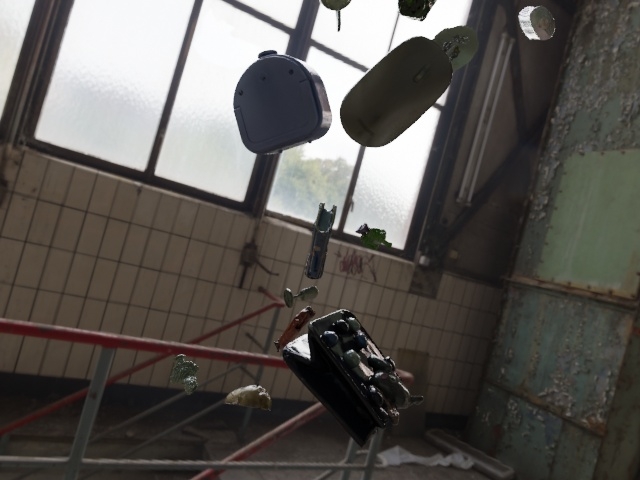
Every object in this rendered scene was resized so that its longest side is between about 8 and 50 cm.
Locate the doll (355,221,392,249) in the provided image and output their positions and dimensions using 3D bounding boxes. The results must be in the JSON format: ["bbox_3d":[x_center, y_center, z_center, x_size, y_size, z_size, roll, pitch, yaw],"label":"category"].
[{"bbox_3d":[0.163,-0.008,1.440,0.115,0.050,0.190,37,-12,-4],"label":"doll"}]

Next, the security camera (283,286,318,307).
[{"bbox_3d":[-0.052,0.154,1.317,0.092,0.058,0.058,-10,12,-28],"label":"security camera"}]

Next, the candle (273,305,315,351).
[{"bbox_3d":[-0.110,0.361,1.845,0.084,0.302,0.059,-9,56,-40],"label":"candle"}]

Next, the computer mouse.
[{"bbox_3d":[0.196,-0.384,1.241,0.197,0.331,0.095,35,32,-23],"label":"computer mouse"}]

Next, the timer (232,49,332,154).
[{"bbox_3d":[-0.155,-0.540,1.797,0.395,0.395,0.173,15,17,23],"label":"timer"}]

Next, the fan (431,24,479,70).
[{"bbox_3d":[0.469,-0.698,1.866,0.233,0.415,0.012,35,0,39],"label":"fan"}]

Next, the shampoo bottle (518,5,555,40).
[{"bbox_3d":[0.465,-0.465,0.996,0.072,0.043,0.099,53,20,-17],"label":"shampoo bottle"}]

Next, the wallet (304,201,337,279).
[{"bbox_3d":[-0.001,0.000,1.344,0.059,0.141,0.202,13,-45,2],"label":"wallet"}]

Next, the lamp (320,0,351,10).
[{"bbox_3d":[0.043,-0.692,1.251,0.106,0.106,0.193,15,9,-1],"label":"lamp"}]

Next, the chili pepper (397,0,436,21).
[{"bbox_3d":[0.340,-0.831,1.614,0.099,0.136,0.270,45,36,-2],"label":"chili pepper"}]

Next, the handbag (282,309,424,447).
[{"bbox_3d":[0.079,0.270,0.950,0.269,0.118,0.325,48,10,11],"label":"handbag"}]

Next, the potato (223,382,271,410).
[{"bbox_3d":[-0.255,0.546,1.647,0.172,0.089,0.101,10,-22,3],"label":"potato"}]

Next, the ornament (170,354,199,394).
[{"bbox_3d":[-0.317,0.315,1.090,0.092,0.041,0.068,30,47,18],"label":"ornament"}]

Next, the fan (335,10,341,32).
[{"bbox_3d":[0.054,-0.815,1.484,0.023,0.282,0.057,-3,6,-2],"label":"fan"}]
